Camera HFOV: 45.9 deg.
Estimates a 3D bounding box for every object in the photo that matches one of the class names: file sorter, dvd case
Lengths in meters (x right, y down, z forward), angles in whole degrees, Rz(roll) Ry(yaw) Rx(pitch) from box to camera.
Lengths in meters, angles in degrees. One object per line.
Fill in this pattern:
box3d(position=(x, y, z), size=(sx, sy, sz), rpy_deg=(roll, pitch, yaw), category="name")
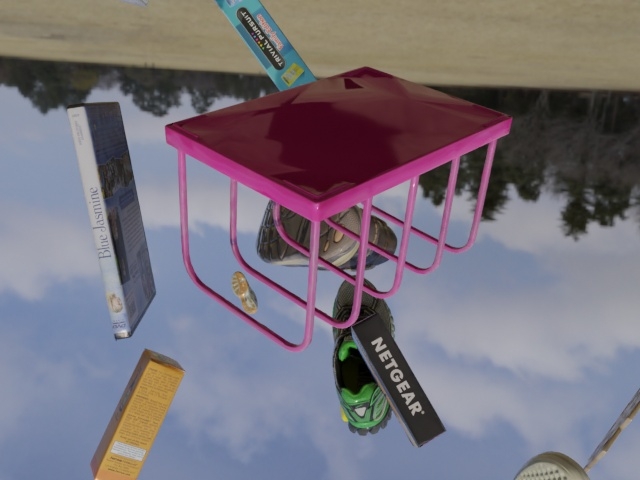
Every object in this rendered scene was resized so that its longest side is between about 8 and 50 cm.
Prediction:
box3d(position=(0.020, -0.042, 0.785), size=(0.202, 0.182, 0.290), rpy_deg=(29, -141, 35), category="file sorter")
box3d(position=(-0.235, -0.032, 0.873), size=(0.022, 0.253, 0.180), rpy_deg=(-9, -169, -2), category="dvd case")

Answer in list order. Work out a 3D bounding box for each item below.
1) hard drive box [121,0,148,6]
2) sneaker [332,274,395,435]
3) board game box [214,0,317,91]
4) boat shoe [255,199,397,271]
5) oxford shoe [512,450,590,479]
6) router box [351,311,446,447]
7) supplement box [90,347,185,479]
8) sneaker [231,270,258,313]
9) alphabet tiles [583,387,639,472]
box3d(position=(-0.352, -0.534, 1.278), size=(0.089, 0.181, 0.232), rpy_deg=(17, 176, 14), category="hard drive box")
box3d(position=(0.087, 0.206, 1.531), size=(0.134, 0.146, 0.344), rpy_deg=(-9, -130, 5), category="sneaker")
box3d(position=(-0.108, -0.423, 1.667), size=(0.079, 0.336, 0.254), rpy_deg=(-36, -179, 6), category="board game box")
box3d(position=(0.000, 0.000, 1.237), size=(0.130, 0.132, 0.355), rpy_deg=(22, 178, -26), category="boat shoe")
box3d(position=(0.416, 0.501, 1.286), size=(0.130, 0.450, 0.169), rpy_deg=(-26, -142, -18), category="oxford shoe")
box3d(position=(0.103, 0.193, 1.035), size=(0.046, 0.179, 0.133), rpy_deg=(-29, 165, -4), category="router box")
box3d(position=(-0.326, 0.317, 1.347), size=(0.080, 0.234, 0.078), rpy_deg=(24, 178, -23), category="supplement box")
box3d(position=(-0.140, 0.094, 1.392), size=(0.031, 0.083, 0.037), rpy_deg=(-19, -171, 10), category="sneaker")
box3d(position=(0.637, 0.322, 1.521), size=(0.011, 0.285, 0.342), rpy_deg=(37, -113, 22), category="alphabet tiles")
